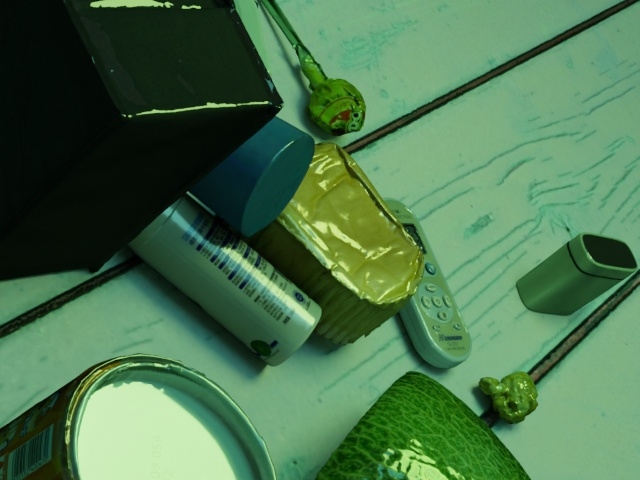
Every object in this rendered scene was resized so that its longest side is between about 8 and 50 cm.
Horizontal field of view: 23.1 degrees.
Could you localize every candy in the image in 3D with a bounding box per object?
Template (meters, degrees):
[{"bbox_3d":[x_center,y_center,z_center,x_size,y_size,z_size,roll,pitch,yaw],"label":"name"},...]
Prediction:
[{"bbox_3d":[-0.021,-0.248,2.133,0.262,0.073,0.077,57,18,22],"label":"candy"}]

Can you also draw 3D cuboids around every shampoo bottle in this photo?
[{"bbox_3d":[-0.139,0.015,1.747,0.303,0.092,0.092,40,38,-12],"label":"shampoo bottle"}]

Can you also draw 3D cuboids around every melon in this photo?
[{"bbox_3d":[0.146,0.339,1.688,0.343,0.226,0.331,38,19,6],"label":"melon"}]

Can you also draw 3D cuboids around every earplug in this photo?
[{"bbox_3d":[-0.153,-0.132,1.745,0.273,0.132,0.132,34,34,15],"label":"earplug"}]

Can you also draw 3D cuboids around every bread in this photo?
[{"bbox_3d":[0.000,0.000,1.866,0.250,0.133,0.179,46,40,3],"label":"bread"}]

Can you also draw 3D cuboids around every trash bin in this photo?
[{"bbox_3d":[0.360,0.048,2.196,0.116,0.130,0.059,10,52,-40],"label":"trash bin"}]

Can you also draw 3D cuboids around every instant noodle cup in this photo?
[{"bbox_3d":[-0.186,0.251,1.390,0.296,0.214,0.296,27,42,-28],"label":"instant noodle cup"}]

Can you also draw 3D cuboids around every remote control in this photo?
[{"bbox_3d":[0.122,0.055,2.017,0.087,0.047,0.244,-1,60,-42],"label":"remote control"}]

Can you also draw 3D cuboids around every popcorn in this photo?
[{"bbox_3d":[0.241,0.197,2.009,0.083,0.059,0.068,24,68,3],"label":"popcorn"}]

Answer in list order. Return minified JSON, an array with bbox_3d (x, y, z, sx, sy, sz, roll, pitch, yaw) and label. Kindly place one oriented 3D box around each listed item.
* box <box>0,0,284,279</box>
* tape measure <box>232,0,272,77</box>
[{"bbox_3d":[-0.253,-0.142,1.558,0.204,0.345,0.251,-7,65,-47],"label":"box"},{"bbox_3d":[-0.232,-0.271,1.903,0.351,0.098,0.215,10,55,-33],"label":"tape measure"}]
